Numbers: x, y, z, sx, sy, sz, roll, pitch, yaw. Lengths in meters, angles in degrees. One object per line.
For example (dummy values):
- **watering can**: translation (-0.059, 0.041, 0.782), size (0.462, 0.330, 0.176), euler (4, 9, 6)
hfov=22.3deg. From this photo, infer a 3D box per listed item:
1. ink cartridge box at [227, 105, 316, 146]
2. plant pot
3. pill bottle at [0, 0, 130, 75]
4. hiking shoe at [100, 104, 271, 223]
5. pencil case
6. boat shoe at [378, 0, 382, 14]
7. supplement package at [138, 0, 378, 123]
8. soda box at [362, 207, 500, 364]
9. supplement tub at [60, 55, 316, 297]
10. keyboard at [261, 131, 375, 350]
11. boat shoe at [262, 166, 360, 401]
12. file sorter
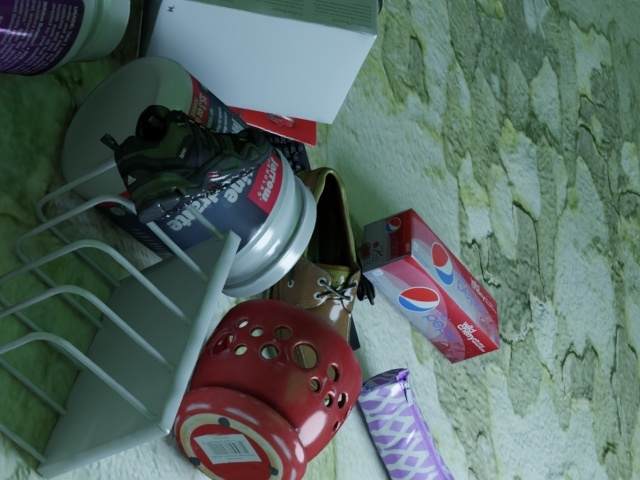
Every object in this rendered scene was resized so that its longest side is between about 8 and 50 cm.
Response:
- **ink cartridge box**: translation (-0.078, -0.230, 2.175), size (0.134, 0.078, 0.231), euler (17, 60, -35)
- **plant pot**: translation (-0.067, 0.193, 1.904), size (0.191, 0.191, 0.174), euler (52, 45, -24)
- **pill bottle**: translation (-0.353, -0.265, 1.756), size (0.301, 0.169, 0.169), euler (-1, 74, -54)
- **hiking shoe**: translation (-0.137, -0.102, 1.728), size (0.114, 0.086, 0.227), euler (61, 33, -1)
- **pencil case**: translation (0.121, 0.270, 2.207), size (0.086, 0.088, 0.206), euler (-34, 102, -53)
- **boat shoe**: translation (-0.051, -0.382, 2.089), size (0.355, 0.132, 0.130), euler (40, 24, -30)
- **supplement package**: translation (-0.081, -0.275, 2.008), size (0.262, 0.204, 0.145), euler (10, 60, -12)
- **soda box**: translation (0.162, 0.070, 2.340), size (0.263, 0.083, 0.092), euler (44, 35, -40)
- **supplement tub**: translation (-0.152, -0.071, 1.912), size (0.272, 0.191, 0.191), euler (40, 44, -36)
- **keyboard**: translation (0.000, 0.000, 2.228), size (0.201, 0.033, 0.317), euler (-6, 79, -55)
- **boat shoe**: translation (-0.007, 0.055, 2.099), size (0.111, 0.104, 0.307), euler (2, 74, -38)
- **file sorter**: translation (-0.241, 0.073, 1.721), size (0.173, 0.193, 0.277), euler (45, 41, -26)
